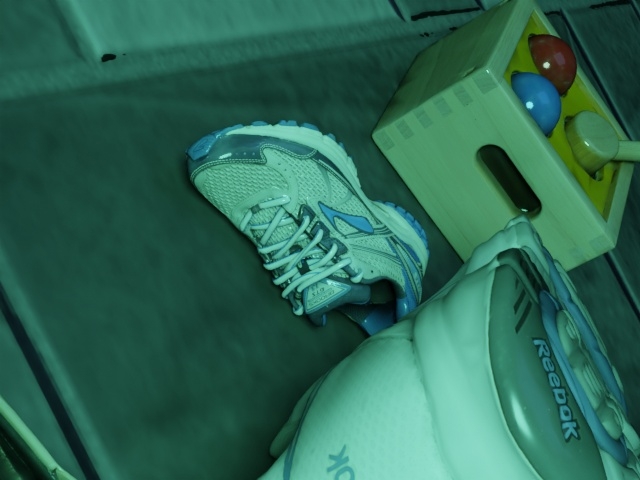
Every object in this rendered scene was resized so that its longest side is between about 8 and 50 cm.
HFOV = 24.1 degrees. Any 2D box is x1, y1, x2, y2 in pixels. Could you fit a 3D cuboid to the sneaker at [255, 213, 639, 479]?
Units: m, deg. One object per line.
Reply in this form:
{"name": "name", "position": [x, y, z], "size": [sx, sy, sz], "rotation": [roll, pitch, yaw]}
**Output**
{"name": "sneaker", "position": [0.045, 0.063, 0.556], "size": [0.111, 0.129, 0.297], "rotation": [63, 11, 8]}

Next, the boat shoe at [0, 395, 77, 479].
{"name": "boat shoe", "position": [-0.080, 0.081, 0.407], "size": [0.137, 0.043, 0.049], "rotation": [53, 29, -16]}

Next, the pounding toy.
{"name": "pounding toy", "position": [0.120, -0.048, 0.767], "size": [0.141, 0.100, 0.130], "rotation": [52, 31, -14]}

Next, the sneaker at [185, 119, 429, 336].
{"name": "sneaker", "position": [0.000, 0.000, 0.594], "size": [0.135, 0.052, 0.058], "rotation": [32, 45, -40]}
